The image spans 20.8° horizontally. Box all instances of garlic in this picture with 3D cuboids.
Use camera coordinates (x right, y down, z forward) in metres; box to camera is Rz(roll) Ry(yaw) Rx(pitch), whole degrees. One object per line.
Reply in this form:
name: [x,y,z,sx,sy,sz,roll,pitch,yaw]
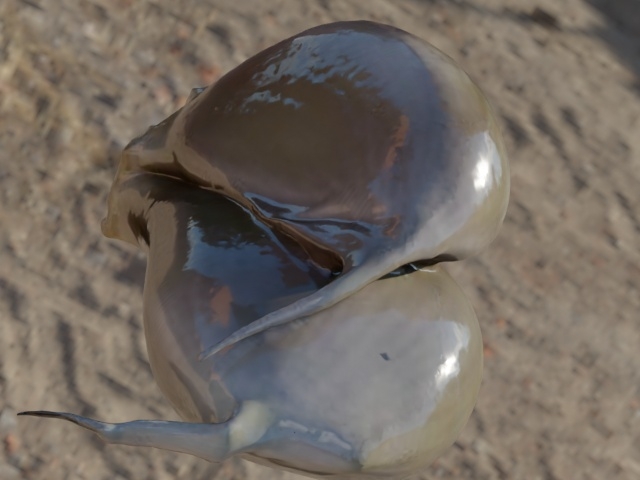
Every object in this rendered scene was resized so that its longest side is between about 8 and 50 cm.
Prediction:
garlic: [0.000,0.000,0.996,0.246,0.231,0.340,25,20,-7]
